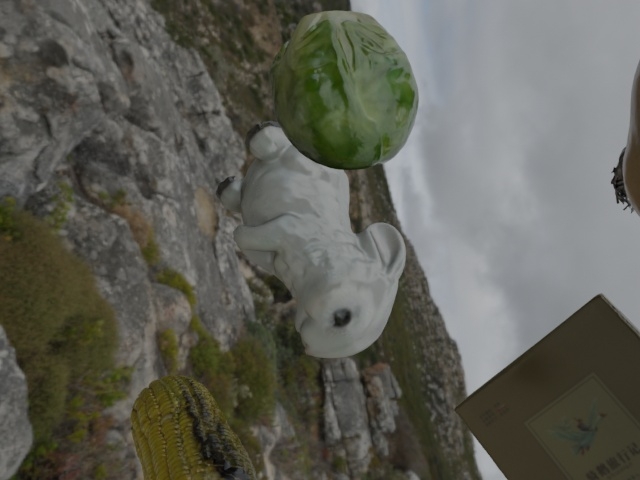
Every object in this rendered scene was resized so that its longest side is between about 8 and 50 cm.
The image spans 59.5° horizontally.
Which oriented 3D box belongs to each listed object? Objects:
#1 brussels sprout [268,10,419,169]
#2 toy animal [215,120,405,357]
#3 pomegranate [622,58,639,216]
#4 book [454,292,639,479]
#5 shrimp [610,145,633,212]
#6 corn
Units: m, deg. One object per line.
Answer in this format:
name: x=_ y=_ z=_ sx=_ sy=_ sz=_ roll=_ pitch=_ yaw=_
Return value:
brussels sprout: x=0.029 y=-0.141 z=0.529 sx=0.117 sy=0.155 sz=0.155 roll=-3 pitch=-80 yaw=60
toy animal: x=0.000 y=0.000 z=0.848 sx=0.357 sy=0.258 sz=0.194 roll=56 pitch=-40 yaw=24
pomegranate: x=0.513 y=-0.124 z=0.527 sx=0.411 sy=0.412 sz=0.411 roll=-10 pitch=90 yaw=-85
book: x=0.311 y=0.239 z=0.566 sx=0.021 sy=0.217 sz=0.310 roll=8 pitch=41 yaw=-55
shrimp: x=0.487 y=-0.089 z=0.871 sx=0.065 sy=0.057 sz=0.165 roll=-60 pitch=136 yaw=-27
corn: x=-0.096 y=0.158 z=0.412 sx=0.203 sy=0.072 sz=0.072 roll=20 pitch=-55 yaw=64
